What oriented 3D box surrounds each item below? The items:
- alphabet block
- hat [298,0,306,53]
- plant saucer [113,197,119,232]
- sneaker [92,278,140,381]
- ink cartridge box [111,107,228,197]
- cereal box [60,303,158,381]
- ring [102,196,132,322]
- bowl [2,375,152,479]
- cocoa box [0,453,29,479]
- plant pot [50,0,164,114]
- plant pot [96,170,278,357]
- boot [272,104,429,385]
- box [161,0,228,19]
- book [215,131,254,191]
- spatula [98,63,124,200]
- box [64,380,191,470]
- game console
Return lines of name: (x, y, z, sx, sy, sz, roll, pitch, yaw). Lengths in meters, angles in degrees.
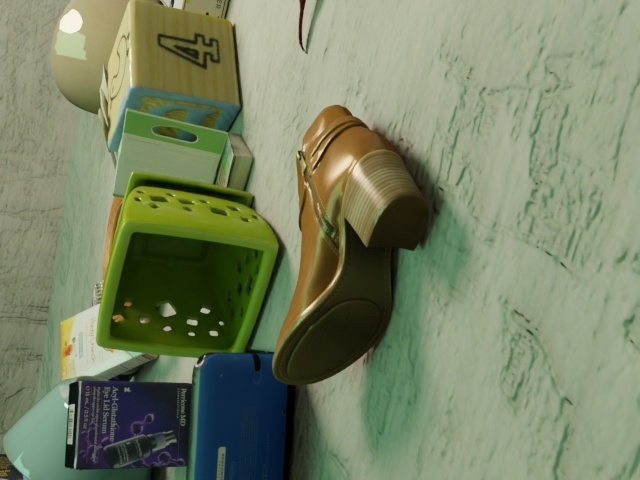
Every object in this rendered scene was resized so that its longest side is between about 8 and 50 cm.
alphabet block: (-0.266, -0.277, 1.431, 0.192, 0.193, 0.197, -48, 43, 49)
hat: (-0.009, -0.424, 1.121, 0.208, 0.183, 0.173, -35, 47, 3)
plant saucer: (-0.378, -0.074, 1.753, 0.333, 0.080, 0.333, -117, 41, -50)
sneaker: (-0.498, 0.228, 1.912, 0.146, 0.102, 0.293, 118, 147, -40)
ink cartridge box: (-0.259, -0.145, 1.378, 0.235, 0.171, 0.056, 118, 160, -50)
cereal box: (-0.467, 0.216, 1.767, 0.240, 0.047, 0.173, -26, 54, 19)
ring: (-0.401, 0.032, 1.651, 0.336, 0.032, 0.337, -174, 90, -65)
bowl: (-0.450, 0.385, 1.607, 0.163, 0.311, 0.311, -61, 29, 4)
cocoa box: (-0.562, 0.595, 1.682, 0.228, 0.347, 0.232, -147, 65, -62)
plant pot: (-0.372, -0.364, 1.637, 0.191, 0.284, 0.284, 30, 116, 27)
plant pot: (-0.210, 0.026, 1.225, 0.207, 0.228, 0.227, -110, 35, -55)
boot: (0.000, 0.000, 0.907, 0.284, 0.109, 0.220, -68, 31, 27)
box: (-0.248, -0.531, 1.569, 0.290, 0.087, 0.169, 55, 133, 54)
book: (-0.153, -0.097, 1.348, 0.096, 0.035, 0.144, -117, 40, -56)
spatula: (-0.393, -0.196, 1.539, 0.242, 0.019, 0.168, 88, 170, -49)
box: (-0.345, 0.332, 1.448, 0.108, 0.207, 0.153, -25, 63, 61)
game console: (-0.129, 0.292, 1.062, 0.173, 0.250, 0.293, -3, 81, 37)
